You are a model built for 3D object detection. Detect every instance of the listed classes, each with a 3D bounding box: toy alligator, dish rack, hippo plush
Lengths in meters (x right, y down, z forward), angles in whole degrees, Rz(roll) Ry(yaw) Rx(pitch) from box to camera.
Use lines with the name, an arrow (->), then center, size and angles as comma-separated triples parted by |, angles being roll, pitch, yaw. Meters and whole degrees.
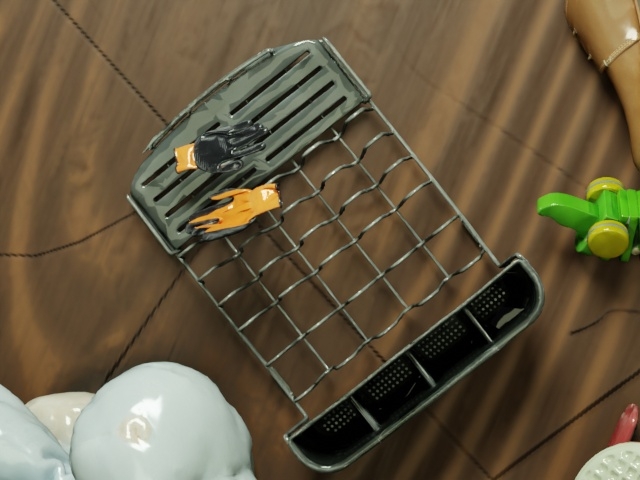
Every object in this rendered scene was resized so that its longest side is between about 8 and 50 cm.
toy alligator -> 0.246, -0.006, 1.075 | 0.189, 0.056, 0.051 | 3, 135, 3
dish rack -> 0.000, 0.000, 1.080 | 0.208, 0.074, 0.271 | -38, 88, 4
hippo plush -> -0.149, 0.203, 0.976 | 0.236, 0.234, 0.294 | -23, 81, 43

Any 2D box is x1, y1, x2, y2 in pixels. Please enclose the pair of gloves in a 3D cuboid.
pair of gloves -> -0.064, -0.042, 1.055 | 0.074, 0.010, 0.083 | -19, 63, 16

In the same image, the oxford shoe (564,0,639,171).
oxford shoe -> 0.213, -0.142, 1.070 | 0.076, 0.076, 0.212 | -8, 94, 34

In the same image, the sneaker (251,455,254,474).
sneaker -> -0.082, 0.218, 1.113 | 0.061, 0.053, 0.152 | 0, 90, 20

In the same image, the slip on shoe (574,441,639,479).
slip on shoe -> 0.241, 0.292, 1.050 | 0.123, 0.101, 0.331 | -12, 100, 25

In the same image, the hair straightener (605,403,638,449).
hair straightener -> 0.215, 0.237, 1.088 | 0.089, 0.047, 0.230 | 22, 94, 3
